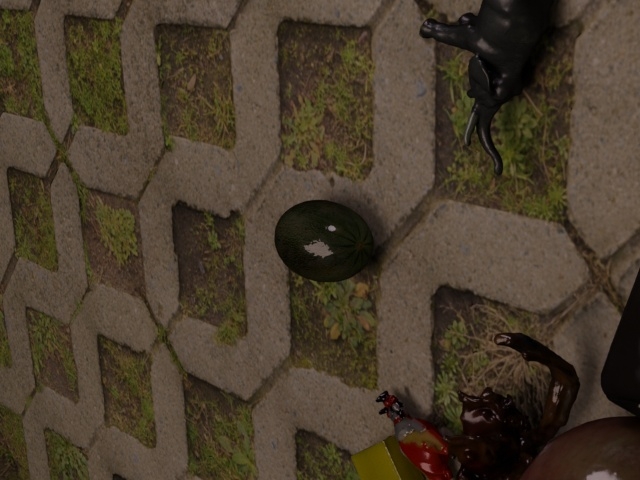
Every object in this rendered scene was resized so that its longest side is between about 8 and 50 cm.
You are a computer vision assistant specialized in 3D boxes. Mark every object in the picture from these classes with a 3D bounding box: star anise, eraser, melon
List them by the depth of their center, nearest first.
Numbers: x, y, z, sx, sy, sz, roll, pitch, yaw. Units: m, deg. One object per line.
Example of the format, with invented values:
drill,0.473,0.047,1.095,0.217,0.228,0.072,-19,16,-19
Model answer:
star anise,0.224,0.247,1.457,0.148,0.237,0.346,6,121,18
melon,0.000,0.000,1.710,0.167,0.114,0.114,17,119,49
eraser,0.105,0.348,1.789,0.097,0.045,0.122,-41,70,53

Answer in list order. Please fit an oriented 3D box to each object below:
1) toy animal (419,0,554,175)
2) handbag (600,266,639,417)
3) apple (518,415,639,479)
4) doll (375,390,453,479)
toy animal,0.184,-0.219,1.386,0.137,0.082,0.269,41,134,38
handbag,0.418,0.082,1.181,0.257,0.113,0.285,35,124,33
apple,0.340,0.331,1.288,0.306,0.235,0.305,31,133,41
doll,0.135,0.272,1.707,0.169,0.057,0.109,-127,22,-48
